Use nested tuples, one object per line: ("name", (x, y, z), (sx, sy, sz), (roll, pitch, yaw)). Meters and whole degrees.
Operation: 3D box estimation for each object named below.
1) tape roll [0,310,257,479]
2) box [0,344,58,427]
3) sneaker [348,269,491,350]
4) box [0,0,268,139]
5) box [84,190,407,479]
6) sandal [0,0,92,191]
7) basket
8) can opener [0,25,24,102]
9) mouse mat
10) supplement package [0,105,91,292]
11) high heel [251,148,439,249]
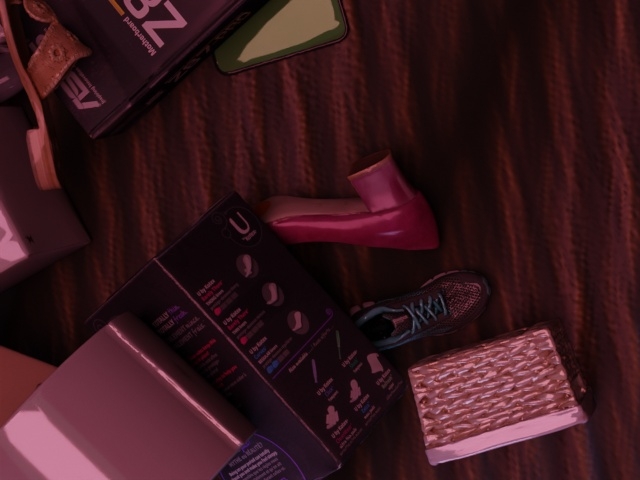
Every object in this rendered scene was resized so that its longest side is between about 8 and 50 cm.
("tape roll", (-0.201, 0.209, 1.505), (0.169, 0.246, 0.246), (42, 104, 4))
("box", (-0.292, 0.210, 1.681), (0.311, 0.121, 0.148), (20, 71, -5))
("sneaker", (0.095, 0.080, 1.653), (0.166, 0.076, 0.065), (-23, 92, 15))
("box", (-0.231, -0.355, 1.671), (0.318, 0.097, 0.395), (-39, 86, 20))
("box", (-0.075, 0.115, 1.622), (0.270, 0.143, 0.165), (49, 136, -3))
("sandal", (-0.268, -0.173, 1.632), (0.079, 0.088, 0.240), (-9, 103, -1))
("basket", (0.181, 0.150, 1.624), (0.167, 0.113, 0.103), (-17, 88, 15))
("can opener", (-0.440, -0.161, 1.746), (0.280, 0.074, 0.093), (-23, 50, 19))
("mouse mat", (-0.063, -0.281, 1.686), (0.152, 0.007, 0.190), (-15, 92, 15))
("supplement package", (-0.430, 0.001, 1.722), (0.293, 0.175, 0.177), (-28, 87, 15))
("high heel", (0.000, 0.000, 1.679), (0.244, 0.082, 0.117), (-26, 109, 16))
